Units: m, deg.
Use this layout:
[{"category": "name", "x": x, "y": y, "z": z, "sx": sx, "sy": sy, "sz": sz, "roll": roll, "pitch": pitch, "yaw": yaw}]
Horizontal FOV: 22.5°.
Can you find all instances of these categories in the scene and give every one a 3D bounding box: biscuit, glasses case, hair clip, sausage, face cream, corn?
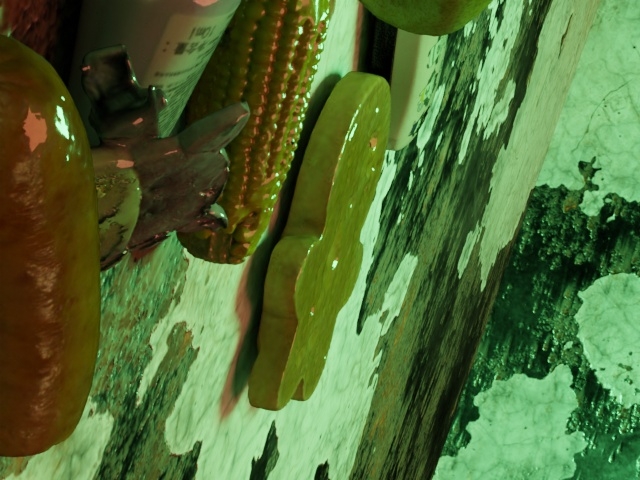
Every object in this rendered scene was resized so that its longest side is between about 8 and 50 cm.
[{"category": "biscuit", "x": -0.002, "y": -0.001, "z": 1.647, "sx": 0.275, "sy": 0.052, "sz": 0.355, "roll": -12, "pitch": 117, "yaw": -75}, {"category": "glasses case", "x": 0.097, "y": -0.235, "z": 1.716, "sx": 0.122, "sy": 0.075, "sz": 0.314, "roll": -62, "pitch": 163, "yaw": -49}, {"category": "hair clip", "x": -0.119, "y": -0.038, "z": 0.978, "sx": 0.146, "sy": 0.056, "sz": 0.187, "roll": -18, "pitch": 147, "yaw": -18}, {"category": "sausage", "x": -0.170, "y": 0.001, "z": 0.875, "sx": 0.271, "sy": 0.108, "sz": 0.109, "roll": 94, "pitch": 18, "yaw": -44}, {"category": "face cream", "x": -0.111, "y": -0.120, "z": 1.023, "sx": 0.154, "sy": 0.096, "sz": 0.274, "roll": -54, "pitch": 168, "yaw": -54}, {"category": "corn", "x": -0.055, "y": -0.107, "z": 1.225, "sx": 0.097, "sy": 0.097, "sz": 0.262, "roll": -35, "pitch": 142, "yaw": -69}]

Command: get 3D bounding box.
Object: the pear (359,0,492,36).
[{"category": "pear", "x": 0.101, "y": -0.305, "z": 1.405, "sx": 0.211, "sy": 0.188, "sz": 0.228, "roll": -61, "pitch": 163, "yaw": -18}]
